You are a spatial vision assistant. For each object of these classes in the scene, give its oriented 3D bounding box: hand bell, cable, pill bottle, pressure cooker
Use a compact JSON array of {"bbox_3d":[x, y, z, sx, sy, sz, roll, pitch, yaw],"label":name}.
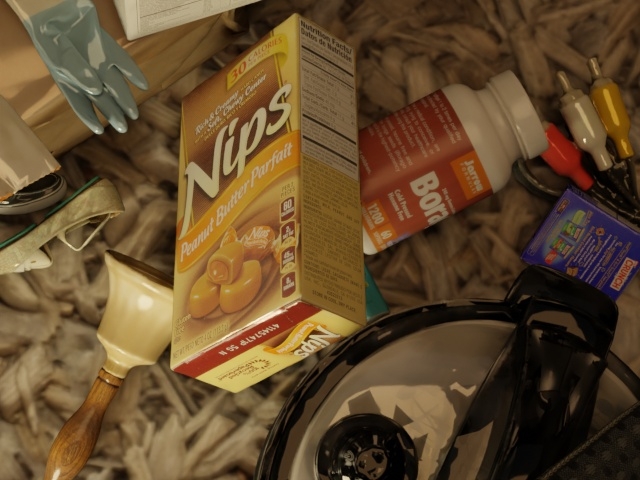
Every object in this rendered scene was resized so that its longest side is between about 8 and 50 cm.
[{"bbox_3d":[-0.214,0.143,1.306,0.126,0.126,0.242,28,90,2],"label":"hand bell"},{"bbox_3d":[0.312,-0.044,1.375,0.139,0.072,0.287,-35,83,-3],"label":"cable"},{"bbox_3d":[0.115,-0.083,1.327,0.216,0.121,0.121,-27,82,5],"label":"pill bottle"},{"bbox_3d":[0.116,0.243,1.133,0.375,0.420,0.370,-17,80,-7],"label":"pressure cooker"}]

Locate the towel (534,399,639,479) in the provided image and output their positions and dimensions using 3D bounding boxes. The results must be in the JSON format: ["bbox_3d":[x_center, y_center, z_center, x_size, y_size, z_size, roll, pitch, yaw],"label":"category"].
[{"bbox_3d":[0.259,0.277,0.975,0.312,0.056,0.324,-31,107,-25],"label":"towel"}]

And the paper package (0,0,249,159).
[{"bbox_3d":[-0.277,-0.289,1.341,0.309,0.168,0.325,-35,82,-9],"label":"paper package"}]

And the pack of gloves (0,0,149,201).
[{"bbox_3d":[-0.287,-0.167,1.221,0.195,0.046,0.232,-31,85,-20],"label":"pack of gloves"}]

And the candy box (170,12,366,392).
[{"bbox_3d":[-0.052,-0.036,1.245,0.087,0.183,0.316,25,50,-37],"label":"candy box"}]

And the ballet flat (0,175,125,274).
[{"bbox_3d":[-0.275,-0.002,1.344,0.168,0.057,0.052,-36,93,-9],"label":"ballet flat"}]

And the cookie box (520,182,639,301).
[{"bbox_3d":[0.277,0.008,1.360,0.107,0.040,0.092,33,109,4],"label":"cookie box"}]

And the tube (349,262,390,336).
[{"bbox_3d":[0.000,0.000,1.365,0.080,0.052,0.207,-27,76,-15],"label":"tube"}]

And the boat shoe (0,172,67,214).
[{"bbox_3d":[-0.334,-0.055,1.348,0.142,0.040,0.049,-6,47,-3],"label":"boat shoe"}]

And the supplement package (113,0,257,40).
[{"bbox_3d":[-0.111,-0.336,1.144,0.198,0.263,0.199,-19,80,-11],"label":"supplement package"}]
